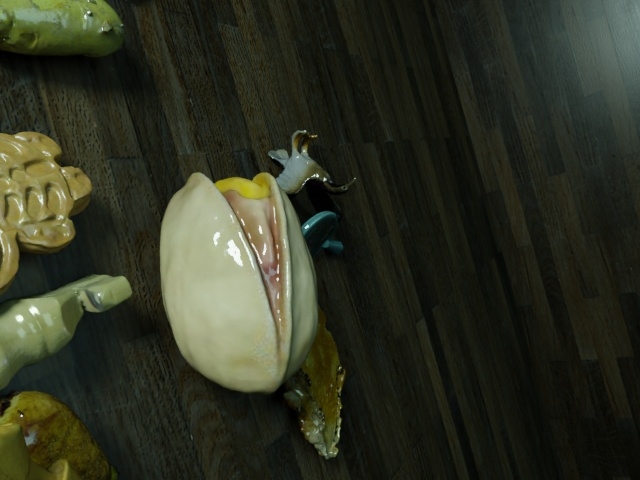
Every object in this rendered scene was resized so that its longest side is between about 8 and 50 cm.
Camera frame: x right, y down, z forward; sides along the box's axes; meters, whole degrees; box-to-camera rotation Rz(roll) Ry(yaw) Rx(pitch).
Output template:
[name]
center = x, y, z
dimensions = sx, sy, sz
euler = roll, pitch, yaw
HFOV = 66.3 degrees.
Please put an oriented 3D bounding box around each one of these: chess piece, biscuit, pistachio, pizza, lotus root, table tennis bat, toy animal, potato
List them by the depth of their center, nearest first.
[biscuit]
center = -0.362, -0.032, 0.488
dimensions = 0.202, 0.044, 0.288
euler = 51, 39, -1
[lotus root]
center = -0.280, 0.233, 0.513
dimensions = 0.108, 0.094, 0.191
euler = -44, 125, -12
[chess piece]
center = -0.304, 0.087, 0.532
dimensions = 0.200, 0.090, 0.090
euler = -38, 109, -54
[potato]
center = -0.341, -0.276, 0.613
dimensions = 0.105, 0.085, 0.188
euler = 52, 41, 5
[pistachio]
center = -0.107, 0.058, 0.689
dimensions = 0.230, 0.229, 0.309
euler = -2, 83, -54
[pizza]
center = -0.018, 0.244, 0.880
dimensions = 0.297, 0.071, 0.189
euler = 70, 23, -13
[toy animal]
center = -0.027, -0.124, 0.909
dimensions = 0.272, 0.197, 0.160
euler = 1, 74, -49
[table tennis bat]
center = 0.000, 0.000, 0.980
dimensions = 0.033, 0.124, 0.201
euler = 42, 7, 23

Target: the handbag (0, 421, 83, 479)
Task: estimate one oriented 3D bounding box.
[handbag]
center = -0.227, 0.304, 0.346
dimensions = 0.283, 0.133, 0.401
euler = -98, 167, -48
